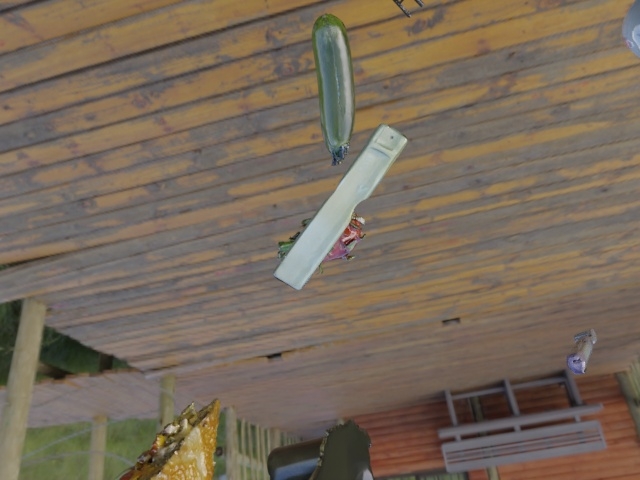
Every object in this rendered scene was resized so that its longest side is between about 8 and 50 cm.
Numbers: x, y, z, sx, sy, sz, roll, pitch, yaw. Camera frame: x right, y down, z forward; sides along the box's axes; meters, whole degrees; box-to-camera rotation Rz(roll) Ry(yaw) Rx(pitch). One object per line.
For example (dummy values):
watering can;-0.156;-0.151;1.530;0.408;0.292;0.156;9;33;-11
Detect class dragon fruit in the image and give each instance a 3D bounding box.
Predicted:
dragon fruit;0.002;0.003;1.311;0.236;0.137;0.135;-29;142;-3

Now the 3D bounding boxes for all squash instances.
squash;0.034;-0.317;1.148;0.087;0.087;0.331;-6;119;0

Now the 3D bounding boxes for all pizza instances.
pizza;-0.161;0.254;0.564;0.062;0.198;0.188;-1;130;20

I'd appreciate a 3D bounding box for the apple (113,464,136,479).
apple;-0.260;0.437;0.853;0.195;0.173;0.160;-22;146;23

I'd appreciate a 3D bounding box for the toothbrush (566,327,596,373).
toothbrush;0.345;0.142;0.703;0.029;0.024;0.354;-23;166;25

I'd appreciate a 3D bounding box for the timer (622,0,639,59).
timer;0.489;-0.280;0.618;0.291;0.290;0.315;-5;-179;-2

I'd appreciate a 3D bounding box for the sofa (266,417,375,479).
sofa;-0.038;0.381;0.775;0.200;0.181;0.258;-23;-177;23

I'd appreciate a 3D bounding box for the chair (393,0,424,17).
chair;0.188;-0.681;1.346;0.213;0.084;0.101;39;174;-13

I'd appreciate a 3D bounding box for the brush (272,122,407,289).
brush;0.019;-0.030;0.504;0.178;0.033;0.030;-54;171;4
